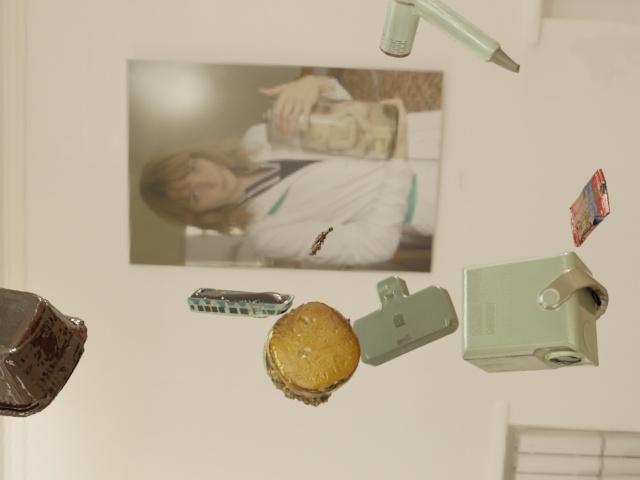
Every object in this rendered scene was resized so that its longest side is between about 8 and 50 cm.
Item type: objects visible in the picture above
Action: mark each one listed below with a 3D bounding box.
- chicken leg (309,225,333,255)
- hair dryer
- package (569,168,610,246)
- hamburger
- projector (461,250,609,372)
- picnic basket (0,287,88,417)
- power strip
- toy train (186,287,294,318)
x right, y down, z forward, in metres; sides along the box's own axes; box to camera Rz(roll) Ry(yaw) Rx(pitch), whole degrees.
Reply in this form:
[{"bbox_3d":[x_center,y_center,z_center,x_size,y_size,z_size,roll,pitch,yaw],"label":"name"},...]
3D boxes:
[{"bbox_3d":[-0.001,0.001,1.763,0.083,0.021,0.036,-53,15,-7],"label":"chicken leg"},{"bbox_3d":[0.158,-0.253,0.851,0.044,0.183,0.154,-42,-28,-39],"label":"hair dryer"},{"bbox_3d":[0.482,-0.054,1.374,0.200,0.022,0.083,81,-178,-72],"label":"package"},{"bbox_3d":[-0.018,0.220,1.451,0.118,0.182,0.190,107,153,-68],"label":"hamburger"},{"bbox_3d":[0.374,0.129,1.328,0.163,0.243,0.177,33,-127,-51],"label":"projector"},{"bbox_3d":[-0.569,0.167,1.308,0.129,0.297,0.222,80,-156,-46],"label":"picnic basket"},{"bbox_3d":[0.199,0.183,1.905,0.059,0.265,0.193,28,-140,-55],"label":"power strip"},{"bbox_3d":[-0.137,0.108,1.325,0.043,0.208,0.047,-42,-55,-53],"label":"toy train"}]
